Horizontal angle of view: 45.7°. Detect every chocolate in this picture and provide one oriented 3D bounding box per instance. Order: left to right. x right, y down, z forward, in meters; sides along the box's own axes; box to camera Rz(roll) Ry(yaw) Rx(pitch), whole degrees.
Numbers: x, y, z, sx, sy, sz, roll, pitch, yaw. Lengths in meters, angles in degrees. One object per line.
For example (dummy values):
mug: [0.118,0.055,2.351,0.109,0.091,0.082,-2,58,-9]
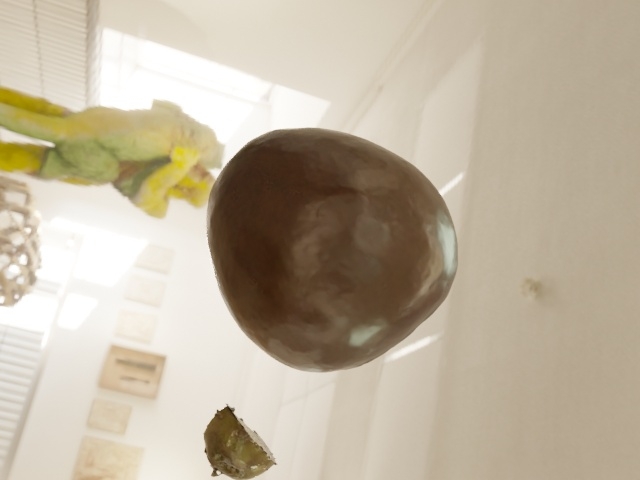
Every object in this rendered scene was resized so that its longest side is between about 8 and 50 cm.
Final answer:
chocolate: [0.000,0.000,0.519,0.177,0.177,0.176,-164,-90,-79]

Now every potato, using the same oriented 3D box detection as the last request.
potato: [-0.127,0.333,1.165,0.089,0.100,0.172,-39,151,-11]
